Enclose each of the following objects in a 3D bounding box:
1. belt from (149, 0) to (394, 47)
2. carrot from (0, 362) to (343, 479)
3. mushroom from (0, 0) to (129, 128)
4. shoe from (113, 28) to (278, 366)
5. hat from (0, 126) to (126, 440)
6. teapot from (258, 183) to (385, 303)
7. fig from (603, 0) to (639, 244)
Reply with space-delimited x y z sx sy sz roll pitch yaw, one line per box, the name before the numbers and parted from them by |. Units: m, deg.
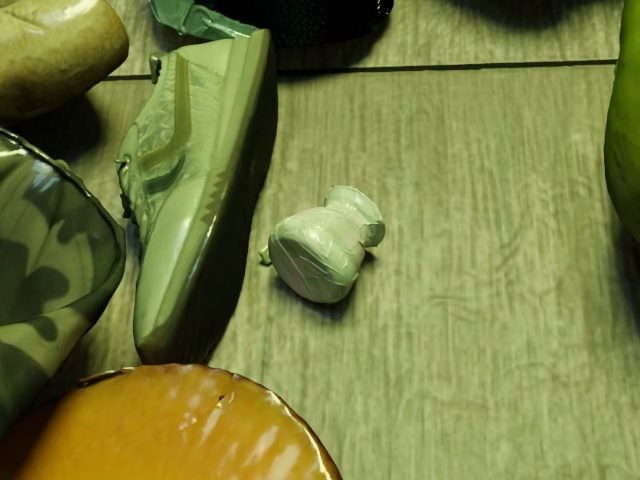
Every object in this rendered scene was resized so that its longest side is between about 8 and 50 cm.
belt | -0.043 -0.208 0.894 0.199 0.078 0.151 8 40 12
carrot | -0.114 0.206 0.593 0.258 0.100 0.307 25 61 25
mushroom | -0.273 -0.139 0.835 0.286 0.156 0.151 21 65 33
shoe | -0.091 -0.034 0.772 0.098 0.103 0.274 2 48 8
hat | -0.324 0.090 0.692 0.366 0.257 0.381 42 105 33
teapot | 0.000 0.000 0.764 0.083 0.064 0.064 2 37 47
fig | 0.306 -0.051 0.671 0.314 0.233 0.233 35 63 22
